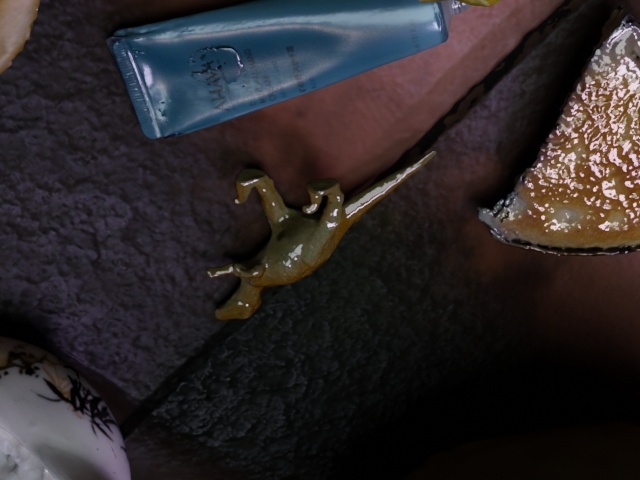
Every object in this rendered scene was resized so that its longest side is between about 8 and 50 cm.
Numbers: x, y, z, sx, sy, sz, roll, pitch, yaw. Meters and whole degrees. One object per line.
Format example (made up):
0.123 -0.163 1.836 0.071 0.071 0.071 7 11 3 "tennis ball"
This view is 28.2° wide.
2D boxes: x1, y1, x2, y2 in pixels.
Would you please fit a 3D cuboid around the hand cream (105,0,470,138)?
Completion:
-0.016 -0.125 0.800 0.224 0.048 0.083 -16 126 4 "hand cream"

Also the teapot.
-0.252 0.166 0.844 0.299 0.166 0.208 12 99 -12 "teapot"

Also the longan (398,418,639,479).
0.206 0.327 0.925 0.435 0.404 0.404 0 122 -13 "longan"

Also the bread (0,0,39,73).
-0.250 -0.165 0.636 0.240 0.139 0.240 -15 149 -9 "bread"

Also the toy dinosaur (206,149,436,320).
0.000 0.000 0.886 0.162 0.039 0.126 -9 133 -12 "toy dinosaur"

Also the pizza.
0.198 -0.074 0.868 0.185 0.052 0.195 -5 127 -1 "pizza"

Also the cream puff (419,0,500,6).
0.064 -0.199 0.714 0.121 0.156 0.156 4 122 2 "cream puff"
